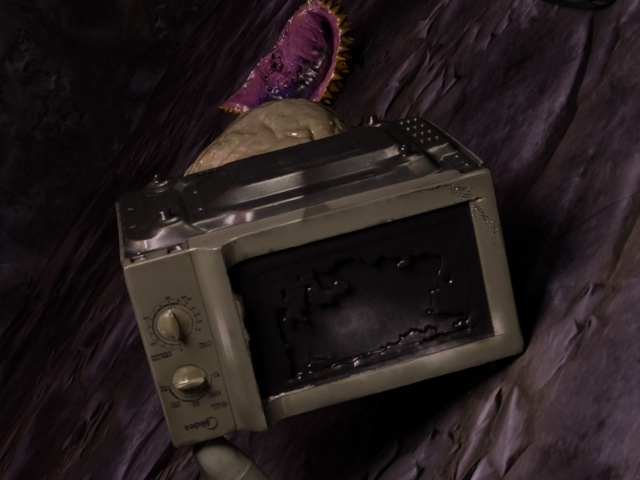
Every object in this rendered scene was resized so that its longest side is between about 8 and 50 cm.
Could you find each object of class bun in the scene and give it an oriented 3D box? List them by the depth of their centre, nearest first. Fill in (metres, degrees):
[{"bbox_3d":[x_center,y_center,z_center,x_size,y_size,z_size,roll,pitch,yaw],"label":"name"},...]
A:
[{"bbox_3d":[-0.070,-0.019,1.724,0.349,0.227,0.352,22,84,53],"label":"bun"}]

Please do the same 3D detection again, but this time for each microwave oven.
[{"bbox_3d":[-0.014,0.019,1.365,0.355,0.218,0.286,-15,20,-5],"label":"microwave oven"}]

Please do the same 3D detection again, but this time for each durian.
[{"bbox_3d":[-0.021,-0.298,2.363,0.260,0.154,0.186,-54,-5,18],"label":"durian"}]

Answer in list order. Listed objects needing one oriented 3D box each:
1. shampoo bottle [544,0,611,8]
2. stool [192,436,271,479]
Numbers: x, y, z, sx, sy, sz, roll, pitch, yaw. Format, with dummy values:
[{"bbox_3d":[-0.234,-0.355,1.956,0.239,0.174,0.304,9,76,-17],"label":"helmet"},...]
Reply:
[{"bbox_3d":[0.318,-0.337,1.716,0.087,0.049,0.233,-51,18,3],"label":"shampoo bottle"},{"bbox_3d":[-0.102,0.329,1.319,0.195,0.199,0.195,-40,24,40],"label":"stool"}]
